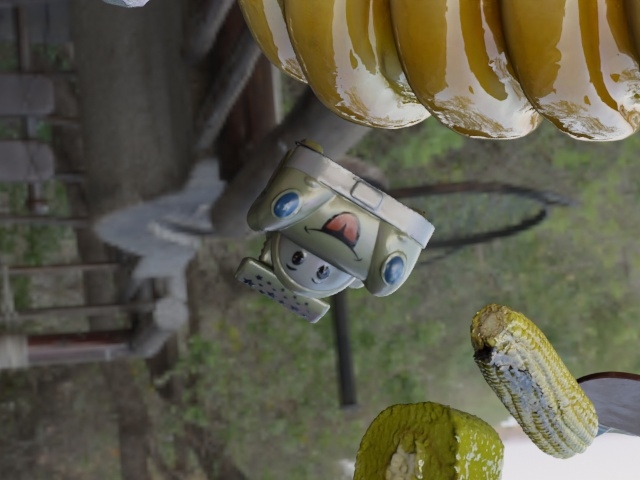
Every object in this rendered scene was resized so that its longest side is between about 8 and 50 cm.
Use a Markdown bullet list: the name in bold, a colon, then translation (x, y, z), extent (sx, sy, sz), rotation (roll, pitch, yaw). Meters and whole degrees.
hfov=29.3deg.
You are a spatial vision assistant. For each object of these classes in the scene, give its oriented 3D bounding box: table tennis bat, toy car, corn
- **table tennis bat**: translation (0.345, 0.210, 1.456), extent (0.154, 0.021, 0.274), rotation (20, 154, -6)
- **toy car**: translation (0.000, 0.000, 1.869), extent (0.242, 0.226, 0.336), rotation (32, 175, -8)
- **corn**: translation (0.196, 0.132, 1.124), extent (0.072, 0.072, 0.203), rotation (-11, 136, 30)

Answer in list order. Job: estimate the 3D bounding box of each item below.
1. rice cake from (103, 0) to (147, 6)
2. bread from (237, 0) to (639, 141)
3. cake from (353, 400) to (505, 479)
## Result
- **rice cake**: translation (-0.082, -0.236, 0.896), extent (0.206, 0.036, 0.047), rotation (-42, -149, -16)
- **bread**: translation (0.115, -0.106, 0.548), extent (0.311, 0.121, 0.173), rotation (4, 176, 27)
- **cake**: translation (0.151, 0.364, 1.735), extent (0.179, 0.261, 0.156), rotation (-5, 160, 41)
